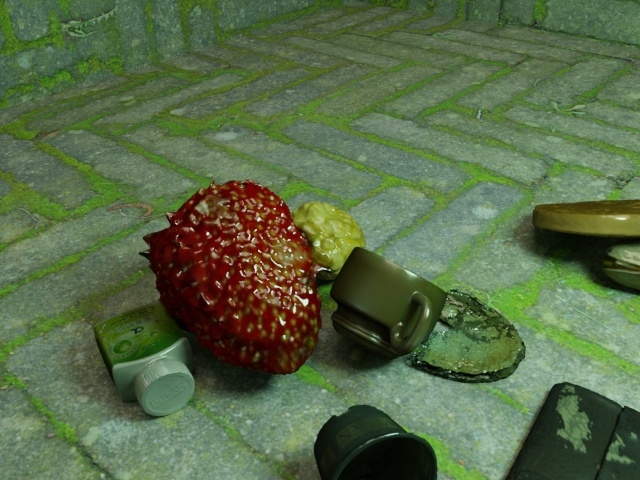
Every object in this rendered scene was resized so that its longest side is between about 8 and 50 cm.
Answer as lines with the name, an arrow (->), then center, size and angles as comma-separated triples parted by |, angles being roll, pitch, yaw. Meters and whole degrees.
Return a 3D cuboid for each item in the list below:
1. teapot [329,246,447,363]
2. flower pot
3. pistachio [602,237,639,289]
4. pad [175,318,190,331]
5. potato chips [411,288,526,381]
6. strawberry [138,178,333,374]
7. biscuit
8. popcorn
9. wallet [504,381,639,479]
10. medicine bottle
teapot -> 0.103, 0.127, 1.032 | 0.186, 0.175, 0.268 | 27, -2, -19
flower pot -> 0.061, 0.293, 0.815 | 0.158, 0.157, 0.107 | -14, 25, -18
pistachio -> 0.621, 0.048, 1.183 | 0.149, 0.113, 0.113 | 1, 34, 6
pad -> -0.166, 0.131, 1.190 | 0.267, 0.004, 0.181 | 14, 36, 21
potato chips -> 0.256, 0.167, 1.099 | 0.202, 0.029, 0.220 | 0, 36, 1
strawberry -> -0.114, 0.055, 1.051 | 0.343, 0.292, 0.292 | 30, 45, 31
biscuit -> 0.628, -0.045, 1.278 | 0.351, 0.057, 0.312 | -5, 10, -12
popcorn -> 0.000, 0.000, 1.229 | 0.170, 0.180, 0.180 | -28, 39, -8
wallet -> 0.355, 0.321, 0.841 | 0.170, 0.044, 0.321 | 19, 38, 31
medicine bottle -> -0.284, 0.196, 1.022 | 0.132, 0.088, 0.188 | -20, 37, -25
